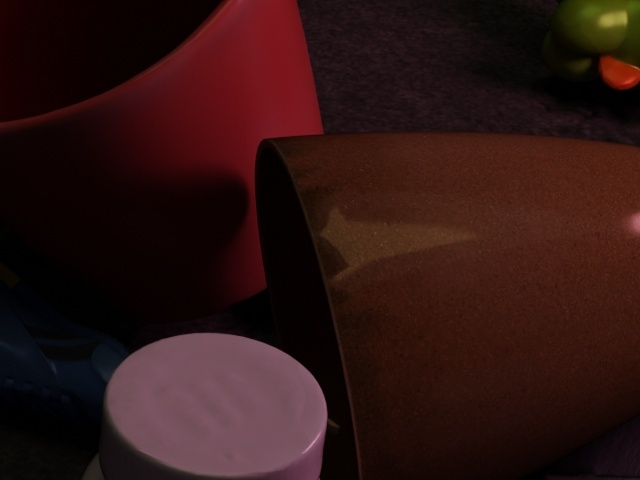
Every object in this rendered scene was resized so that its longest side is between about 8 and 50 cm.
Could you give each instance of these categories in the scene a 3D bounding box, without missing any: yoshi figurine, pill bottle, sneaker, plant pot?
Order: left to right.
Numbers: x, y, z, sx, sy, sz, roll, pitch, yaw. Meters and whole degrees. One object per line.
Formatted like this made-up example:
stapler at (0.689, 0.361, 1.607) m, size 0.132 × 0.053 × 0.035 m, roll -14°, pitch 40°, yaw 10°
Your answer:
sneaker at (-0.176, 0.083, 1.036) m, size 0.209 × 0.069 × 0.082 m, roll 31°, pitch 55°, yaw 28°
plant pot at (-0.121, -0.091, 1.083) m, size 0.275 × 0.243 × 0.275 m, roll -12°, pitch 48°, yaw 14°
pill bottle at (-0.059, 0.161, 0.799) m, size 0.121 × 0.221 × 0.121 m, roll 6°, pitch 34°, yaw -4°
plant pot at (0.112, 0.035, 0.969) m, size 0.254 × 0.237 × 0.237 m, roll -11°, pitch 37°, yaw -9°
yoshi figurine at (0.362, -0.229, 1.511) m, size 0.362 × 0.203 × 0.203 m, roll -5°, pitch 21°, yaw -15°

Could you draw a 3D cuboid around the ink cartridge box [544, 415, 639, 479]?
ink cartridge box at (0.327, 0.061, 1.015) m, size 0.307 × 0.072 × 0.303 m, roll -5°, pitch 35°, yaw 35°
